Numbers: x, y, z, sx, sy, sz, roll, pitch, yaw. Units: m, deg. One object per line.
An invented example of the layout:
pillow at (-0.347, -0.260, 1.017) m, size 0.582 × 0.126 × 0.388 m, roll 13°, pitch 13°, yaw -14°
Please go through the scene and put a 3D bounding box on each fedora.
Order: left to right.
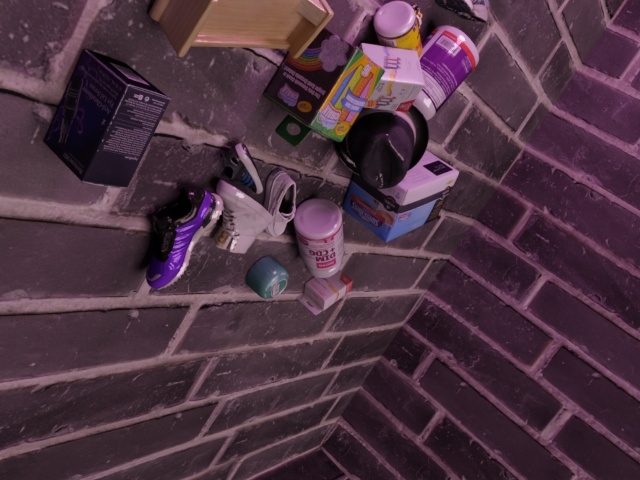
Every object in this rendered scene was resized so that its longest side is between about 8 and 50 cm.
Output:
fedora at (0.191, -0.275, 1.865) m, size 0.333 × 0.153 × 0.334 m, roll -1°, pitch 140°, yaw -1°

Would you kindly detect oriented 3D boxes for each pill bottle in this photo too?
pill bottle at (0.000, 0.000, 2.065) m, size 0.160 × 0.160 × 0.283 m, roll -41°, pitch 152°, yaw -20°
pill bottle at (0.229, -0.575, 1.748) m, size 0.117 × 0.117 × 0.215 m, roll -49°, pitch 154°, yaw -5°
pill bottle at (0.342, -0.513, 1.933) m, size 0.323 × 0.181 × 0.181 m, roll -49°, pitch 154°, yaw -3°

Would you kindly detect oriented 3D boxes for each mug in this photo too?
mug at (-0.165, 0.134, 2.046) m, size 0.129 × 0.097 × 0.157 m, roll -55°, pitch 153°, yaw 7°

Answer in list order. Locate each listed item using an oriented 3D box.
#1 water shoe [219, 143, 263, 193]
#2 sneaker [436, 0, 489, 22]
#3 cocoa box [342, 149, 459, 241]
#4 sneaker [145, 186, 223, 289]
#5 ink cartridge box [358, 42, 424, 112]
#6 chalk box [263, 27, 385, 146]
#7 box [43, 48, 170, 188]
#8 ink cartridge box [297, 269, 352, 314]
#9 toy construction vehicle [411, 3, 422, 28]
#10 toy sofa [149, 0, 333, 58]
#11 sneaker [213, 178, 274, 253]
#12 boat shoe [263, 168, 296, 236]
water shoe at (-0.213, -0.187, 1.624) m, size 0.080 × 0.073 × 0.203 m, roll -21°, pitch 150°, yaw -1°
sneaker at (0.452, -0.776, 1.895) m, size 0.283 × 0.110 × 0.122 m, roll -8°, pitch 113°, yaw -57°
cocoa box at (0.293, -0.183, 2.215) m, size 0.347 × 0.231 × 0.228 m, roll -22°, pitch 142°, yaw -44°
sneaker at (-0.382, -0.016, 1.532) m, size 0.293 × 0.102 × 0.146 m, roll -57°, pitch 146°, yaw 5°
ink cartridge box at (0.178, -0.454, 1.700) m, size 0.176 × 0.128 × 0.128 m, roll 2°, pitch 154°, yaw -17°
chalk box at (-0.005, -0.378, 1.564) m, size 0.289 × 0.180 × 0.179 m, roll -56°, pitch 153°, yaw 13°
box at (-0.407, -0.226, 1.150) m, size 0.108 × 0.153 × 0.207 m, roll 5°, pitch 119°, yaw -59°
ink cartridge box at (0.017, 0.193, 2.387) m, size 0.198 × 0.115 × 0.067 m, roll -34°, pitch 150°, yaw -31°
toy construction vehicle at (0.265, -0.652, 1.799) m, size 0.086 × 0.035 × 0.098 m, roll -42°, pitch 152°, yaw -18°
toy sofa at (-0.162, -0.490, 1.244) m, size 0.362 × 0.177 × 0.150 m, roll -19°, pitch 164°, yaw -47°
sneaker at (-0.240, -0.049, 1.687) m, size 0.169 × 0.108 × 0.292 m, roll -53°, pitch 155°, yaw -4°
boat shoe at (-0.121, -0.094, 1.842) m, size 0.095 × 0.084 × 0.258 m, roll -36°, pitch 149°, yaw -29°
